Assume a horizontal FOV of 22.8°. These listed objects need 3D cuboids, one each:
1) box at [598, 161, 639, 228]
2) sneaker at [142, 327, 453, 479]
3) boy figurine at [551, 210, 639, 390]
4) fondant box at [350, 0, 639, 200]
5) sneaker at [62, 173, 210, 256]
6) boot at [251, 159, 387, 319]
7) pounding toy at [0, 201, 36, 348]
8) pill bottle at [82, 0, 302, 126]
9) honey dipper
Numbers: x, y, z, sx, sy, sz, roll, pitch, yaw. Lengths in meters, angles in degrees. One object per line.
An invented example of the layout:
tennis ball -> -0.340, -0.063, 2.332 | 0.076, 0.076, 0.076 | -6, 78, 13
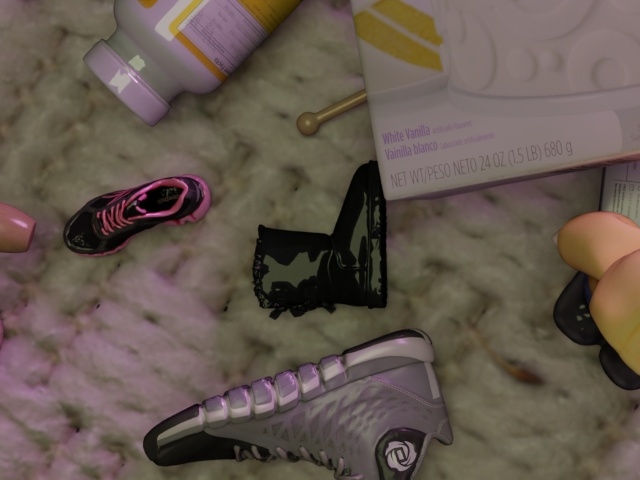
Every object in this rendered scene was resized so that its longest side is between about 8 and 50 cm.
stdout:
box -> 0.303, -0.063, 1.165 | 0.186, 0.038, 0.145 | 7, 86, 6
sneaker -> -0.009, 0.159, 1.164 | 0.228, 0.086, 0.132 | -20, 86, 4
boy figurine -> 0.223, 0.053, 1.043 | 0.092, 0.285, 0.177 | -45, 86, 2
fondant box -> 0.138, -0.208, 1.098 | 0.238, 0.096, 0.330 | -11, 87, 26
sneaker -> -0.145, -0.022, 1.206 | 0.119, 0.057, 0.047 | -22, 86, 6
boot -> 0.000, 0.000, 1.195 | 0.099, 0.045, 0.121 | 0, 86, 10
pounding toy -> -0.333, 0.074, 1.171 | 0.154, 0.155, 0.270 | 25, 89, 3
pill bottle -> -0.088, -0.176, 1.187 | 0.184, 0.103, 0.103 | -45, 82, 2
honey dipper -> 0.055, -0.119, 1.204 | 0.160, 0.030, 0.030 | -27, 83, 7
